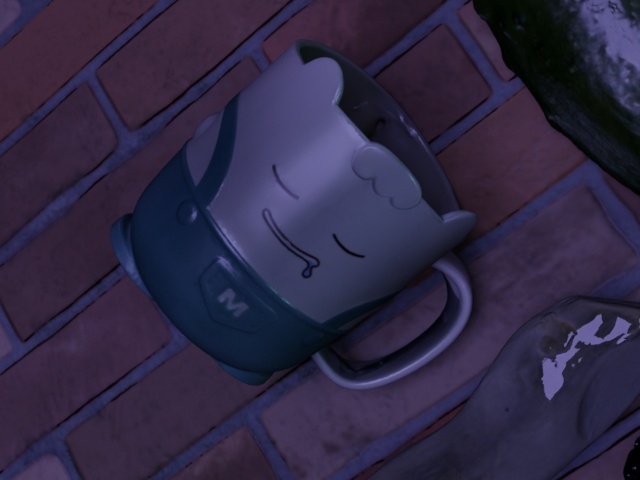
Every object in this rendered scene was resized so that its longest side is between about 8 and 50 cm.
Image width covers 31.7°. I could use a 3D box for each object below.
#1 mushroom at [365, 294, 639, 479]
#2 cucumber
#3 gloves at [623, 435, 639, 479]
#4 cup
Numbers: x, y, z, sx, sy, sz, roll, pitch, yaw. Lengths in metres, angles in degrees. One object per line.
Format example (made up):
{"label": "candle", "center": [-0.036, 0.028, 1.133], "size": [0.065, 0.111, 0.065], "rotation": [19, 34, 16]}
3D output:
{"label": "mushroom", "center": [0.152, 0.163, 0.952], "size": [0.351, 0.097, 0.109], "rotation": [-46, 71, 17]}
{"label": "cucumber", "center": [0.231, -0.159, 0.936], "size": [0.145, 0.105, 0.325], "rotation": [-36, 77, 17]}
{"label": "gloves", "center": [0.285, 0.197, 0.844], "size": [0.106, 0.181, 0.129], "rotation": [-28, 76, 20]}
{"label": "cup", "center": [0.000, 0.000, 0.977], "size": [0.258, 0.219, 0.289], "rotation": [-40, 105, 17]}
